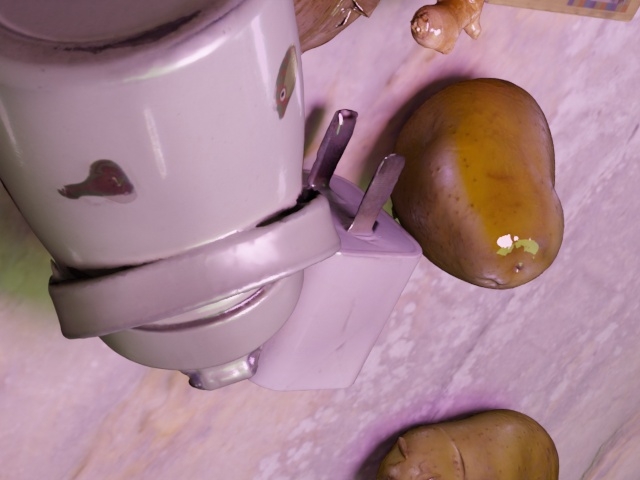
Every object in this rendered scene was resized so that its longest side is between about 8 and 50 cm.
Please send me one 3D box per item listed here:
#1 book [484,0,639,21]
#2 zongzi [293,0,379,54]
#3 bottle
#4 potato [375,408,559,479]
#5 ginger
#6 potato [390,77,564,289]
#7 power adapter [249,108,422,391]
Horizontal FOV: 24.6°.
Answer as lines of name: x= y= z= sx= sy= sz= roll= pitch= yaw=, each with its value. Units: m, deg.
book: x=0.235 y=-0.265 z=1.227 sx=0.192 sy=0.013 sz=0.168 roll=-2 pitch=126 yaw=-40
zongzi: x=-0.075 y=-0.174 z=0.993 sx=0.178 sy=0.081 sz=0.189 roll=-36 pitch=136 yaw=15
bottle: x=-0.104 y=-0.040 z=0.955 sx=0.229 sy=0.229 sz=0.351 roll=-29 pitch=140 yaw=-19
potato: x=0.154 y=0.259 z=1.531 sx=0.248 sy=0.143 sz=0.169 roll=-13 pitch=129 yaw=-46
ginger: x=0.072 y=-0.229 z=1.045 sx=0.176 sy=0.052 sz=0.193 roll=-32 pitch=121 yaw=-54
potato: x=0.133 y=-0.038 z=1.201 sx=0.157 sy=0.194 sz=0.157 roll=-8 pitch=133 yaw=-9
power adapter: x=0.000 y=0.000 z=1.161 sx=0.125 sy=0.130 sz=0.205 roll=3 pitch=121 yaw=-43
